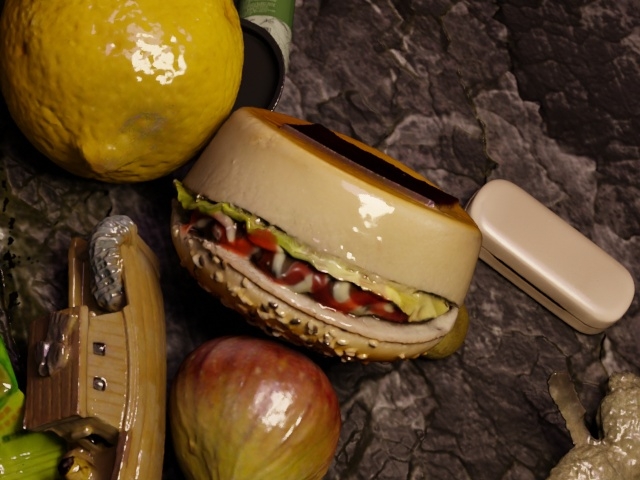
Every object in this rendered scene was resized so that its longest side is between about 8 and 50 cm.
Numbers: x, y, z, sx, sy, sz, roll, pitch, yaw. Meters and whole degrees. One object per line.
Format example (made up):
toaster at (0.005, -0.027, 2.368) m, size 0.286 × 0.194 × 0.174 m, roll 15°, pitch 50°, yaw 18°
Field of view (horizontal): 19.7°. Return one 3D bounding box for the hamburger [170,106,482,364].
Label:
hamburger at (0.000, 0.000, 1.677) m, size 0.300 × 0.300 × 0.176 m, roll 24°, pitch 101°, yaw -5°

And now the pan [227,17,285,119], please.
pan at (-0.123, -0.197, 1.838) m, size 0.136 × 0.028 × 0.235 m, roll -32°, pitch 72°, yaw 1°

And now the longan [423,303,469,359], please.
longan at (0.104, 0.083, 1.802) m, size 0.083 × 0.075 × 0.075 m, roll -32°, pitch 76°, yaw 9°

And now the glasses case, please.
glasses case at (0.232, 0.017, 1.899) m, size 0.196 × 0.050 × 0.083 m, roll 38°, pitch 57°, yaw -1°

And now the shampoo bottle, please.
shampoo bottle at (-0.056, -0.262, 1.917) m, size 0.065 × 0.065 × 0.204 m, roll 15°, pitch 58°, yaw -16°

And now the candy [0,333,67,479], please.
candy at (-0.318, 0.114, 1.587) m, size 0.149 × 0.069 × 0.246 m, roll -21°, pitch 82°, yaw -33°

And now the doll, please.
doll at (0.256, 0.250, 1.771) m, size 0.203 × 0.091 × 0.286 m, roll 31°, pitch 65°, yaw -16°

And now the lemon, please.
lemon at (-0.184, -0.168, 1.707) m, size 0.228 × 0.228 × 0.253 m, roll 0°, pitch 62°, yaw -24°

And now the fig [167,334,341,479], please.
fig at (-0.077, 0.198, 1.617) m, size 0.160 × 0.143 × 0.230 m, roll 30°, pitch 75°, yaw -15°

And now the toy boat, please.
toy boat at (-0.195, 0.130, 1.598) m, size 0.121 × 0.089 × 0.321 m, roll 30°, pitch 51°, yaw -46°
